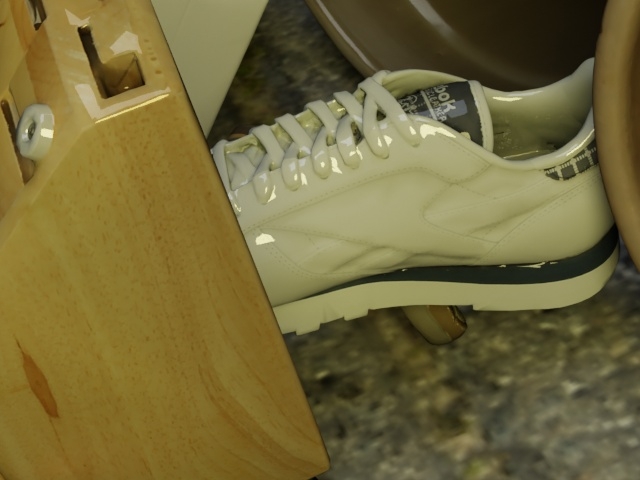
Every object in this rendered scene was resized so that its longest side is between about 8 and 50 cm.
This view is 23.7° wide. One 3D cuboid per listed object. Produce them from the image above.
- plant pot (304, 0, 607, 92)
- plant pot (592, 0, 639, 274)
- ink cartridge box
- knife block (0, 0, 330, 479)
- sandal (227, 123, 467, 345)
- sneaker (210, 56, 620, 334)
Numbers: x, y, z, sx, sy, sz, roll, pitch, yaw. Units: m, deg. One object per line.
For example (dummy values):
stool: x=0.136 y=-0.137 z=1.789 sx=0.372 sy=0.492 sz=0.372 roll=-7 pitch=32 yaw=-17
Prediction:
plant pot: x=0.159 y=-0.238 z=0.762 sx=0.280 sy=0.323 sz=0.323 roll=-22 pitch=36 yaw=-30
plant pot: x=0.262 y=-0.075 z=0.564 sx=0.263 sy=0.263 sz=0.229 roll=9 pitch=30 yaw=31
ink cartridge box: x=-0.095 y=-0.135 z=0.830 sx=0.082 sy=0.140 sz=0.191 roll=14 pitch=35 yaw=-21
knife block: x=-0.044 y=0.035 z=0.514 sx=0.242 sy=0.276 sz=0.088 roll=9 pitch=44 yaw=-38
sandal: x=0.000 y=0.000 z=0.710 sx=0.049 sy=0.072 sz=0.180 roll=-46 pitch=46 yaw=1
sneaker: x=0.008 y=-0.023 z=0.608 sx=0.235 sy=0.095 sz=0.090 roll=-9 pitch=47 yaw=-5
